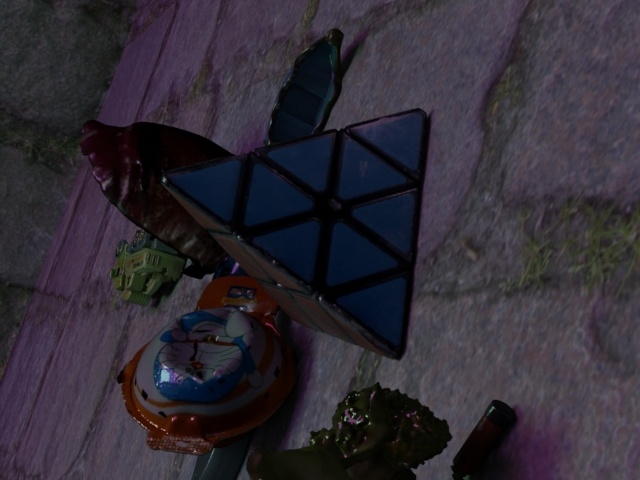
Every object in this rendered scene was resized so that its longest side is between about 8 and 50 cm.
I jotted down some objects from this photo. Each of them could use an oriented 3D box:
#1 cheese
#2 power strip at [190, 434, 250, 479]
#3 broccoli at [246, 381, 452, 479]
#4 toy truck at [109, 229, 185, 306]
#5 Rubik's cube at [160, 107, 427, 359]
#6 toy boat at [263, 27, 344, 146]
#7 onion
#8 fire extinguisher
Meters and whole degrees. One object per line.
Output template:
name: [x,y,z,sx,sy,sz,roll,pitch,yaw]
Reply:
cheese: [-0.121,0.130,1.574,0.329,0.217,0.129,-67,-24,-45]
power strip: [-0.131,0.227,1.663,0.137,0.044,0.216,-55,24,31]
broccoli: [0.043,0.231,0.985,0.254,0.186,0.302,-58,-14,-52]
toy truck: [-0.295,0.051,2.228,0.191,0.085,0.116,-22,54,61]
Rubik's cube: [-0.002,0.001,1.417,0.233,0.228,0.229,-30,-71,-62]
toy boat: [-0.015,-0.198,1.764,0.185,0.075,0.077,-67,16,-9]
onion: [-0.210,-0.097,1.919,0.146,0.280,0.314,-46,26,16]
fire extinguisher: [0.131,0.170,1.072,0.028,0.022,0.083,46,116,36]
